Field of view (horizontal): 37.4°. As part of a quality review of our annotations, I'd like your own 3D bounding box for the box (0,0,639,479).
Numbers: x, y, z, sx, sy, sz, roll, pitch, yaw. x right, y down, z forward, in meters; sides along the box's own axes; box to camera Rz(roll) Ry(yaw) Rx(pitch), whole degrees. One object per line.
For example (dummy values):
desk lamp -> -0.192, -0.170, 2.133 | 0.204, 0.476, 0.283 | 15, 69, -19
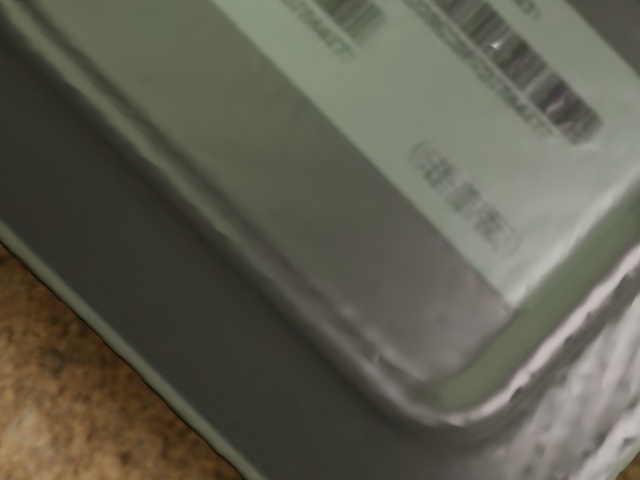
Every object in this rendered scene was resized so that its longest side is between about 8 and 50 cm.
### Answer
box -> 0.042, -0.099, 0.429 | 0.396, 0.111, 0.396 | 44, 84, -3
